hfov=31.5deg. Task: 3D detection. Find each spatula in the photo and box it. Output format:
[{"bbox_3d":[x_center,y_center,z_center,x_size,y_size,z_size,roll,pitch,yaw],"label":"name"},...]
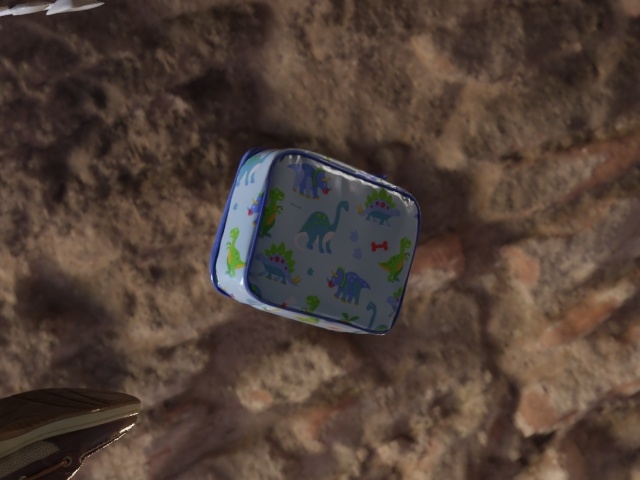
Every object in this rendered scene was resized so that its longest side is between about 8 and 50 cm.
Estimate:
[{"bbox_3d":[-0.400,-0.292,1.466,0.168,0.019,0.242,-18,14,-34],"label":"spatula"}]

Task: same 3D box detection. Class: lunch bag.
[{"bbox_3d":[0.000,0.000,1.204,0.219,0.176,0.090,18,-8,-36],"label":"lunch bag"}]

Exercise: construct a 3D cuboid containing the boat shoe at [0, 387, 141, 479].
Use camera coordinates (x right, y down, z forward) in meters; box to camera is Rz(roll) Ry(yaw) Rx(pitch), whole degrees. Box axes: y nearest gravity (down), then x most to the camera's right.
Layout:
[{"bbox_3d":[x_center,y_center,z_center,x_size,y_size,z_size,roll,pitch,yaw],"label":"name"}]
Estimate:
[{"bbox_3d":[-0.350,0.259,1.333,0.123,0.123,0.342,7,12,33],"label":"boat shoe"}]
